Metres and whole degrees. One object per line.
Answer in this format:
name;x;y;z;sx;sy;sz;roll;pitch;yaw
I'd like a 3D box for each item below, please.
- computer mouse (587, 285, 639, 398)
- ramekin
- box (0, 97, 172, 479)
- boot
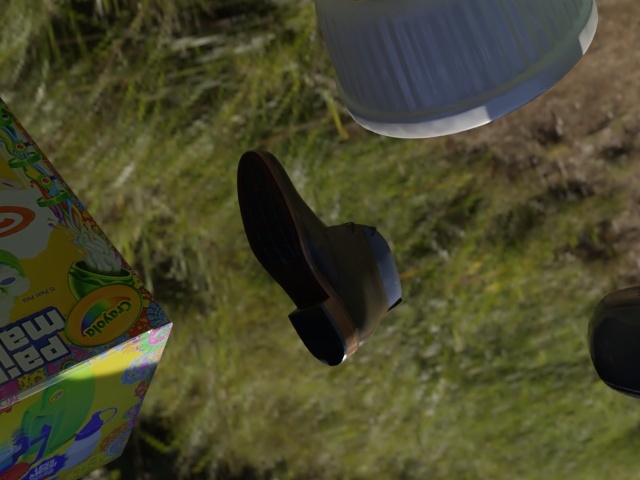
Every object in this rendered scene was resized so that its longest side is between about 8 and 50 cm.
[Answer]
computer mouse;0.303;0.047;1.074;0.060;0.184;0.262;-7;-172;-44
ramekin;0.093;-0.182;1.048;0.207;0.207;0.109;-22;124;10
box;-0.303;0.052;0.889;0.290;0.279;0.177;-24;154;-36
boot;0.000;0.000;1.335;0.106;0.219;0.082;-32;-165;-38
